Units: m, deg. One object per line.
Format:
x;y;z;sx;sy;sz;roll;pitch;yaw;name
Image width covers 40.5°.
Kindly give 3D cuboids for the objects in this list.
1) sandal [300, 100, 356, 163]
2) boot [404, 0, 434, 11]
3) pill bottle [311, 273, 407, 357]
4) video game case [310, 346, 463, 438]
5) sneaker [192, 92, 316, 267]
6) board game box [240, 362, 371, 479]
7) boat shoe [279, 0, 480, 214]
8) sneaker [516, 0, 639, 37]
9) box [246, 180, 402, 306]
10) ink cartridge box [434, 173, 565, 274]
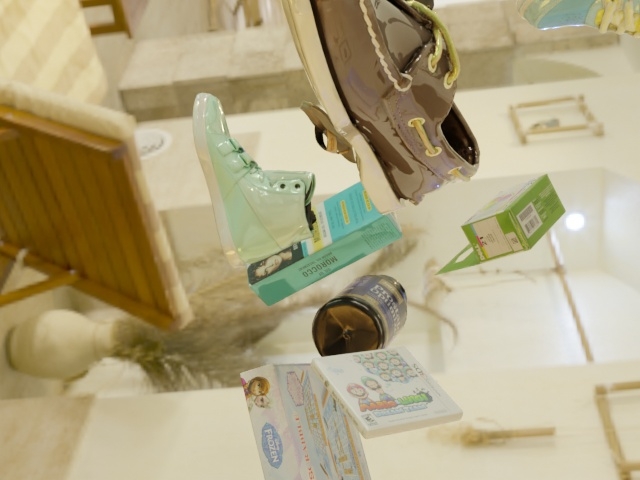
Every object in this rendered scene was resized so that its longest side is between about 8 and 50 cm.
0.014;-0.209;1.742;0.180;0.072;0.049;43;77;-36;sandal
0.098;-0.214;0.877;0.077;0.197;0.137;-40;106;-81;boot
0.075;0.126;1.440;0.219;0.122;0.123;-32;118;-68;pill bottle
0.086;0.195;1.135;0.143;0.157;0.019;48;-50;44;video game case
-0.087;-0.102;1.231;0.094;0.151;0.256;31;43;-81;sneaker
-0.006;0.368;1.478;0.318;0.065;0.319;20;53;-67;board game box
0.050;-0.116;0.614;0.324;0.096;0.117;53;23;-63;boat shoe
0.428;-0.282;1.109;0.127;0.318;0.208;50;26;-74;sneaker
0.000;0.000;1.346;0.060;0.244;0.101;49;19;-40;box
0.360;-0.029;1.844;0.188;0.255;0.097;-36;101;-43;ink cartridge box
